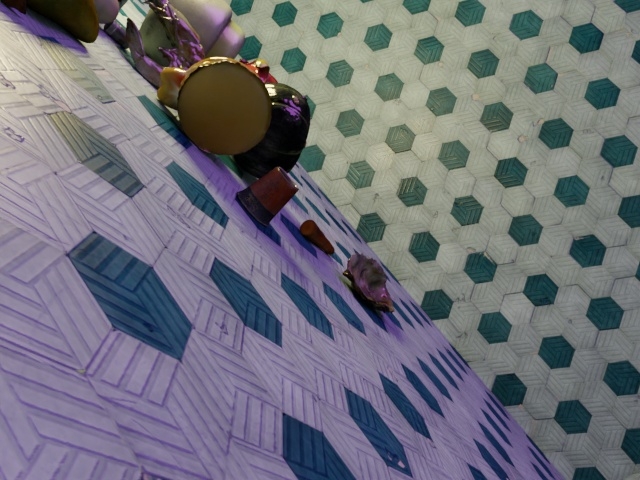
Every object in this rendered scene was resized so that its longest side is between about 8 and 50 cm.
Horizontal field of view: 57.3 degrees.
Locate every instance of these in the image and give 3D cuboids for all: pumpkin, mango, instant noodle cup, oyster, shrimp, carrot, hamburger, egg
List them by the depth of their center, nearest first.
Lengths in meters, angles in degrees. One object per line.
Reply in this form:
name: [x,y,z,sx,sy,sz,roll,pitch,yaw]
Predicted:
mango: [-0.578,-0.545,1.273,0.146,0.129,0.289,47,-1,5]
instant noodle cup: [-0.136,-0.127,1.589,0.127,0.135,0.127,48,8,-9]
hamburger: [-0.299,-0.386,1.647,0.302,0.261,0.186,-2,25,-21]
egg: [-0.626,-0.668,1.649,0.103,0.103,0.135,51,6,15]
shrimp: [-0.475,-0.602,1.755,0.085,0.246,0.361,-11,-73,50]
pumpkin: [-0.160,-0.353,1.905,0.241,0.324,0.323,14,19,-16]
carrot: [0.000,0.000,2.037,0.061,0.061,0.210,54,5,36]
oyster: [0.184,0.178,2.078,0.396,0.110,0.205,34,34,-62]

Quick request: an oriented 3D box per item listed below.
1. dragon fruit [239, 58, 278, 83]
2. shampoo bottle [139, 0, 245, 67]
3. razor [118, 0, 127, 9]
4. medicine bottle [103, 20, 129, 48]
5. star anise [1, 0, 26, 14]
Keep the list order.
dragon fruit: [-0.288,-0.546,2.180,0.305,0.305,0.226,53,-1,28]
shampoo bottle: [-0.441,-0.697,1.989,0.317,0.322,0.322,39,11,-24]
razor: [-0.708,-0.789,1.899,0.232,0.106,0.068,43,2,43]
medicine bottle: [-0.600,-0.616,1.746,0.083,0.047,0.047,40,12,-46]
star anise: [-0.585,-0.524,1.081,0.141,0.144,0.158,61,12,25]
